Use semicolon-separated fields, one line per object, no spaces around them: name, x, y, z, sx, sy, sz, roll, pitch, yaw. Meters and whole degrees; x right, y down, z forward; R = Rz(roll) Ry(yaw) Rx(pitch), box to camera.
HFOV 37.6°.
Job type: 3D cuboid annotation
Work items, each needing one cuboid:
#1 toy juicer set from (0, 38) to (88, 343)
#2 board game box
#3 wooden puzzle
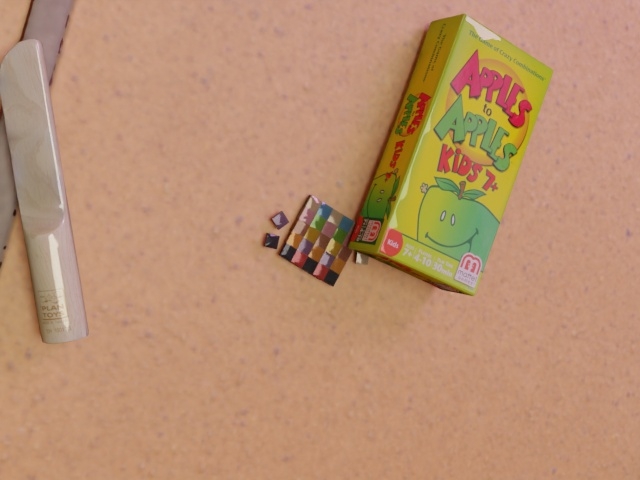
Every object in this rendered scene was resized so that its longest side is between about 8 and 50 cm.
toy juicer set;-0.246;0.048;0.515;0.329;0.089;0.209;-32;107;-20
board game box;0.097;-0.061;0.688;0.092;0.043;0.181;24;83;-27
wooden puzzle;0.000;0.000;0.672;0.083;0.006;0.049;32;81;-24
